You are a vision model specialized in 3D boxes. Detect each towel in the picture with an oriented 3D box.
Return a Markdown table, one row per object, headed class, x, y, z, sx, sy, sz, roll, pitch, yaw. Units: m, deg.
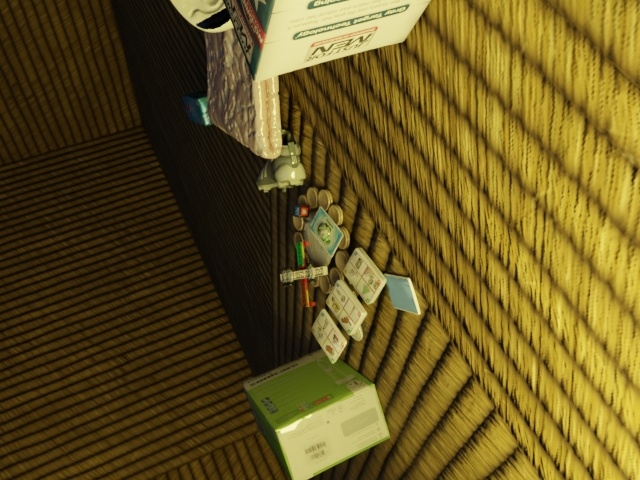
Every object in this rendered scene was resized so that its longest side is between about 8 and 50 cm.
| class | x | y | z | sx | sy | sz | roll | pitch | yaw |
| --- | --- | --- | --- | --- | --- | --- | --- | --- | --- |
| towel | -0.151 | -0.328 | 1.073 | 0.332 | 0.053 | 0.317 | -138 | 41 | -59 |

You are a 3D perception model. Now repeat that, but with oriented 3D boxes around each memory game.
| class | x | y | z | sx | sy | sz | roll | pitch | yaw |
| --- | --- | --- | --- | --- | --- | --- | --- | --- | --- |
| memory game | 0.000 | 0.000 | 1.050 | 0.186 | 0.012 | 0.186 | 27 | 122 | 54 |

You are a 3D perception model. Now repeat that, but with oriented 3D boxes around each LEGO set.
| class | x | y | z | sx | sy | sz | roll | pitch | yaw |
| --- | --- | --- | --- | --- | --- | --- | --- | --- | --- |
| LEGO set | 0.012 | 0.050 | 1.011 | 0.244 | 0.060 | 0.183 | 52 | 128 | 37 |

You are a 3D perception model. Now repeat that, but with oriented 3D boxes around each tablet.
| class | x | y | z | sx | sy | sz | roll | pitch | yaw |
| --- | --- | --- | --- | --- | --- | --- | --- | --- | --- |
| tablet | 0.114 | 0.074 | 0.866 | 0.083 | 0.006 | 0.054 | 4 | 112 | 71 |

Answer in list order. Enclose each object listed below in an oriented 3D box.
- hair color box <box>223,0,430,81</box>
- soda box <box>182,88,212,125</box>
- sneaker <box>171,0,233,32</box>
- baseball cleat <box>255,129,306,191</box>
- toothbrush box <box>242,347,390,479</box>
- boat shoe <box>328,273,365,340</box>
| class | x | y | z | sx | sy | sz | roll | pitch | yaw |
| --- | --- | --- | --- | --- | --- | --- | --- | --- | --- |
| hair color box | 0.031 | -0.260 | 0.448 | 0.347 | 0.173 | 0.105 | 134 | 116 | -71 |
| soda box | -0.287 | -0.335 | 1.533 | 0.210 | 0.071 | 0.067 | -145 | 39 | -63 |
| sneaker | -0.110 | -0.398 | 0.758 | 0.236 | 0.130 | 0.323 | -16 | -92 | -67 |
| baseball cleat | -0.072 | -0.144 | 1.123 | 0.206 | 0.072 | 0.110 | -177 | 81 | -67 |
| toothbrush box | -0.019 | 0.340 | 1.247 | 0.283 | 0.206 | 0.122 | 17 | 126 | 69 |
| boat shoe | 0.051 | 0.111 | 1.051 | 0.125 | 0.038 | 0.046 | 61 | 145 | 25 |
